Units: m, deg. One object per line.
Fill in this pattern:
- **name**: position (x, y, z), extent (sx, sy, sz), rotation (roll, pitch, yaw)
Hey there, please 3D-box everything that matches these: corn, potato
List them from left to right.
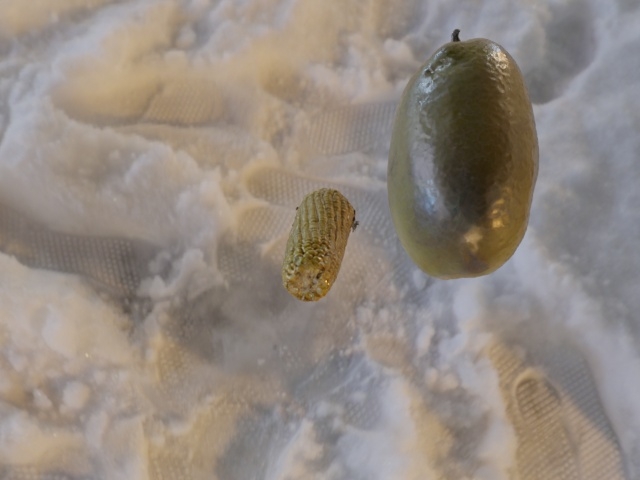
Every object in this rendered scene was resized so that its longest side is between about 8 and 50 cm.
- **corn**: position (0.000, 0.000, 0.378), extent (0.028, 0.027, 0.083), rotation (42, 25, -13)
- **potato**: position (0.143, -0.086, 0.862), extent (0.159, 0.174, 0.251), rotation (0, 84, -21)
